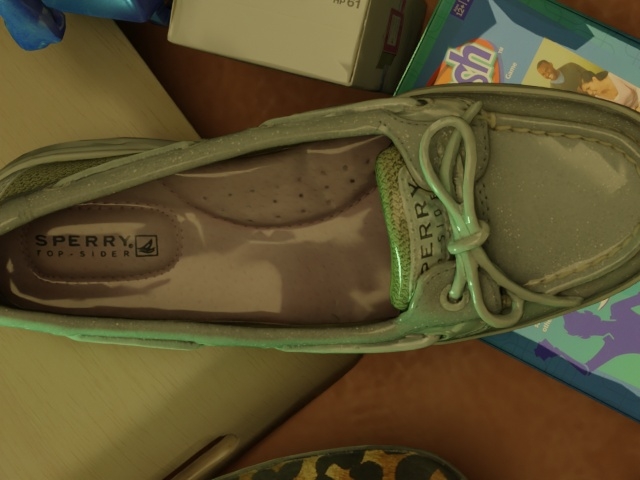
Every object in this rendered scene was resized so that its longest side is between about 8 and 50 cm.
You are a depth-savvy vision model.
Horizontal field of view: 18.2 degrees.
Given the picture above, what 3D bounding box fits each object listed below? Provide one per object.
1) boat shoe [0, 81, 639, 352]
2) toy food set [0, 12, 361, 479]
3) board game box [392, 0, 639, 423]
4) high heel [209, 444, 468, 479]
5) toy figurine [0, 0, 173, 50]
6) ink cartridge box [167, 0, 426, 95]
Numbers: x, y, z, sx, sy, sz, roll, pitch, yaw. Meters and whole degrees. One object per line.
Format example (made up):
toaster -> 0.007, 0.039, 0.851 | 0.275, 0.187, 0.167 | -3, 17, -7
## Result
boat shoe -> -0.001, -0.002, 0.865 | 0.320, 0.103, 0.118 | -2, 102, 5
toy food set -> -0.154, 0.002, 0.985 | 0.220, 0.092, 0.306 | -37, 84, 0
board game box -> 0.126, -0.017, 0.927 | 0.210, 0.047, 0.160 | 28, 98, 11
high heel -> 0.041, 0.191, 0.890 | 0.261, 0.093, 0.186 | 4, 56, 8
toy figurine -> -0.111, -0.205, 0.928 | 0.191, 0.362, 0.217 | 2, 134, 36
ink cartridge box -> -0.008, -0.102, 0.919 | 0.089, 0.122, 0.052 | 14, 94, 13
